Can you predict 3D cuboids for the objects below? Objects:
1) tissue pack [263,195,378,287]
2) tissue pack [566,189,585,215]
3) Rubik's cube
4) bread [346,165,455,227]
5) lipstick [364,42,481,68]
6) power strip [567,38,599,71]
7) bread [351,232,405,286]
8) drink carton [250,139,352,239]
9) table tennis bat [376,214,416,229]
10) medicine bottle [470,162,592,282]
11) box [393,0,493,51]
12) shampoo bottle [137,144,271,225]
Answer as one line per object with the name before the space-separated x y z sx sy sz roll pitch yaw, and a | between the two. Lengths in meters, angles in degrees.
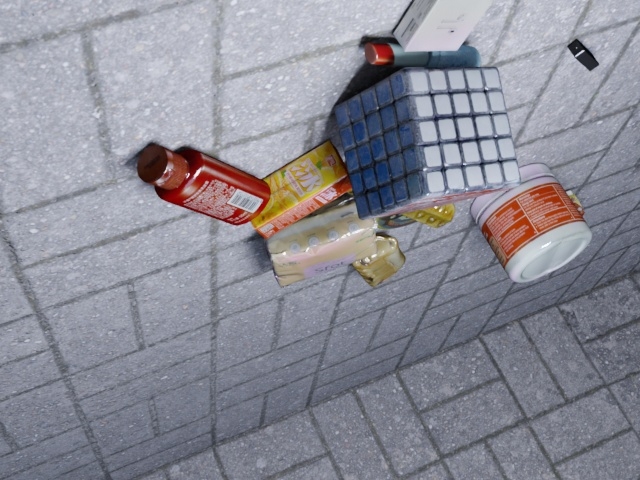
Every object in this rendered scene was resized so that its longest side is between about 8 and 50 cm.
tissue pack | 0.000 0.000 2.021 0.257 0.123 0.215 -18 158 -2
tissue pack | 0.702 -0.071 2.635 0.149 0.099 0.106 -20 156 -18
Rubik's cube | 0.197 -0.183 1.631 0.238 0.237 0.237 -10 178 -32
bread | 0.183 -0.104 1.983 0.367 0.077 0.084 19 91 -42
lipstick | 0.184 -0.335 1.595 0.274 0.061 0.068 -6 142 -41
power strip | 0.572 -0.402 1.897 0.029 0.038 0.111 -37 153 24
bread | 0.152 0.046 2.324 0.134 0.081 0.225 -33 155 1
drink carton | -0.048 -0.103 1.786 0.223 0.096 0.071 -30 156 8
table tennis bat | 0.248 -0.124 2.112 0.224 0.054 0.368 -12 155 -22
medicine bottle | 0.576 -0.044 2.383 0.252 0.241 0.252 -22 156 -10
box | 0.215 -0.394 1.521 0.129 0.051 0.130 -9 151 -35
shampoo bottle | -0.217 -0.103 1.634 0.118 0.076 0.314 -35 155 19
